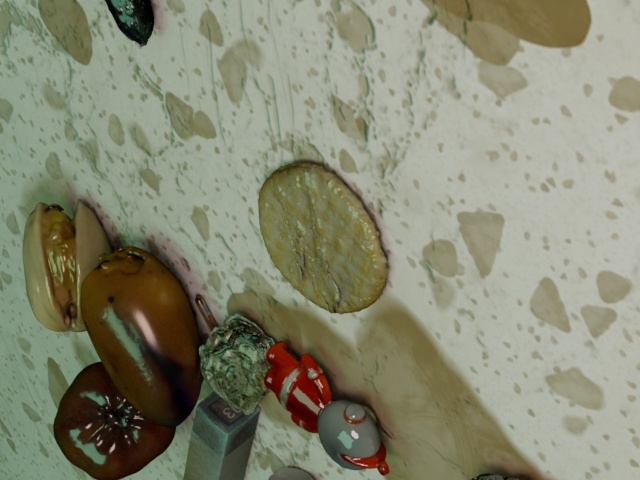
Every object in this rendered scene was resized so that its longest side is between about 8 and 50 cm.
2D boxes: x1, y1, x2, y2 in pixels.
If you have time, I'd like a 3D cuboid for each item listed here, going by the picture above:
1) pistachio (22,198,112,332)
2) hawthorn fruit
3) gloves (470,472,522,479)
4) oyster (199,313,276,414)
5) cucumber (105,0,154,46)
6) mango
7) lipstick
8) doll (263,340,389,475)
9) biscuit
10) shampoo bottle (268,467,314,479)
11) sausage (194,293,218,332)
[{"bbox_3d":[-0.405,0.045,1.820,0.157,0.157,0.230,9,112,45],"label":"pistachio"},{"bbox_3d":[-0.349,0.310,1.931,0.208,0.208,0.248,51,168,5],"label":"hawthorn fruit"},{"bbox_3d":[0.226,0.342,1.387,0.114,0.070,0.153,52,144,16],"label":"gloves"},{"bbox_3d":[-0.119,0.185,1.670,0.125,0.064,0.177,33,130,6],"label":"oyster"},{"bbox_3d":[-0.271,-0.362,1.409,0.067,0.067,0.245,-16,107,53],"label":"cucumber"},{"bbox_3d":[-0.265,0.146,1.722,0.201,0.152,0.287,-6,114,47],"label":"mango"},{"bbox_3d":[-0.175,0.381,1.867,0.076,0.079,0.372,38,141,20],"label":"lipstick"},{"bbox_3d":[0.011,0.241,1.550,0.245,0.076,0.142,37,141,30],"label":"doll"},{"bbox_3d":[-0.001,0.001,1.407,0.219,0.033,0.220,28,135,32],"label":"biscuit"},{"bbox_3d":[-0.016,0.469,1.773,0.086,0.056,0.228,8,123,47],"label":"shampoo bottle"},{"bbox_3d":[-0.168,0.126,1.710,0.015,0.015,0.100,-12,108,52],"label":"sausage"}]
